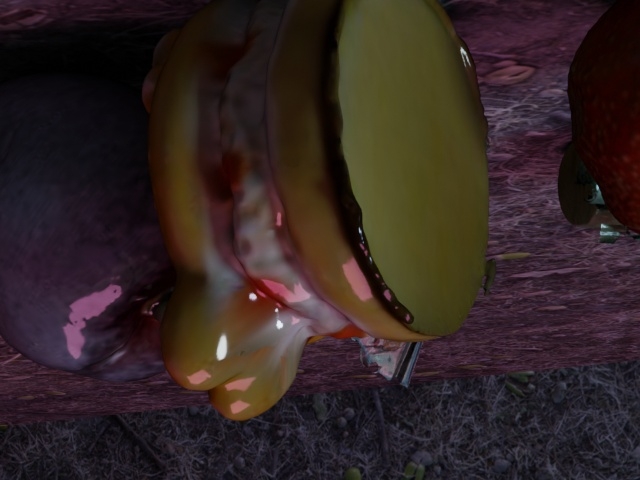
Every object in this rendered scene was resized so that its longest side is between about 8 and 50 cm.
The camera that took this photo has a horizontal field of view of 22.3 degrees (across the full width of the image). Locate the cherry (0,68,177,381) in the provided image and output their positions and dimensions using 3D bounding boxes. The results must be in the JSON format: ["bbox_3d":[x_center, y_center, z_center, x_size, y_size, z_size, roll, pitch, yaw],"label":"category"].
[{"bbox_3d":[-0.173,-0.010,1.262,0.296,0.218,0.255,40,177,26],"label":"cherry"}]

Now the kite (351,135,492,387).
[{"bbox_3d":[0.004,0.001,1.532,0.368,0.014,0.406,-34,124,8],"label":"kite"}]

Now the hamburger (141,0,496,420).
[{"bbox_3d":[-0.007,-0.030,1.111,0.186,0.302,0.261,-12,155,26],"label":"hamburger"}]

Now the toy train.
[{"bbox_3d":[0.367,-0.040,1.523,0.307,0.126,0.189,1,167,-16],"label":"toy train"}]

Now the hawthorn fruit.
[{"bbox_3d":[0.288,-0.104,1.092,0.205,0.205,0.253,7,156,-35],"label":"hawthorn fruit"}]
